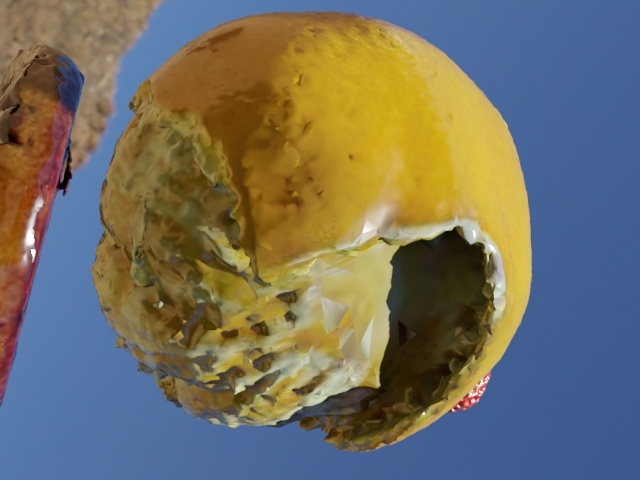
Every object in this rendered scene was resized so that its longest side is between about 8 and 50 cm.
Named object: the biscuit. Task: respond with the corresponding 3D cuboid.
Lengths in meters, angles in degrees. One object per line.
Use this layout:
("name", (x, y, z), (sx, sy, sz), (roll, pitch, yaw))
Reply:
("biscuit", (-0.152, -0.004, 0.687), (0.192, 0.049, 0.192), (-167, -90, -82))

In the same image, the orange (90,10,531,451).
("orange", (0.000, 0.000, 0.481), (0.156, 0.156, 0.134), (-55, -145, -2))

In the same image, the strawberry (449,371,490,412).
("strawberry", (0.093, 0.087, 1.092), (0.073, 0.083, 0.073), (-13, -138, 12))
